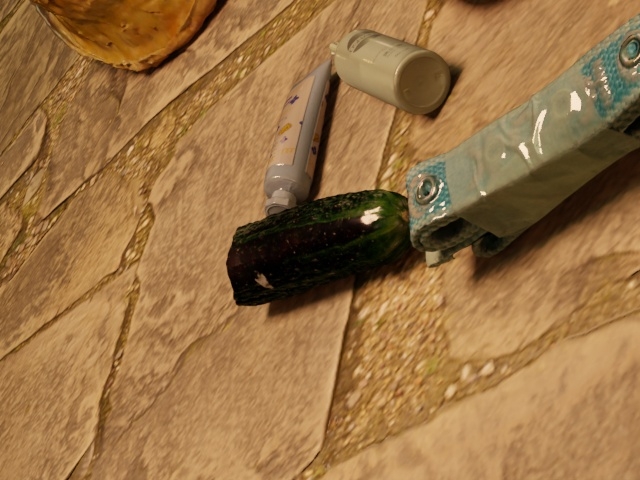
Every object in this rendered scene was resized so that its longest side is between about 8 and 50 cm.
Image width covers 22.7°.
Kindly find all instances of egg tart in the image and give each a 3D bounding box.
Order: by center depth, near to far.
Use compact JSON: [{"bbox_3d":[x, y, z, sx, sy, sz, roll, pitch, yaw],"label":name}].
[{"bbox_3d":[-0.279,-0.411,1.877,0.443,0.178,0.443,16,113,43],"label":"egg tart"}]

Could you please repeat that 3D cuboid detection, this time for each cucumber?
[{"bbox_3d":[0.000,0.001,1.323,0.241,0.074,0.074,-19,50,51],"label":"cucumber"}]

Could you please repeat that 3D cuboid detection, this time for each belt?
[{"bbox_3d":[0.170,-0.066,1.081,0.302,0.087,0.072,-34,51,43],"label":"belt"}]

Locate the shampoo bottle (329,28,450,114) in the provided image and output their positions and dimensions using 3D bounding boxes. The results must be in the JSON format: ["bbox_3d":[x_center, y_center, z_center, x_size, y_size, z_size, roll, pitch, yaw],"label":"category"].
[{"bbox_3d":[0.047,-0.154,1.396,0.056,0.056,0.195,-61,28,2],"label":"shampoo bottle"}]

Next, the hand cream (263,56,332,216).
[{"bbox_3d":[-0.022,-0.093,1.473,0.065,0.043,0.171,-31,38,45],"label":"hand cream"}]
